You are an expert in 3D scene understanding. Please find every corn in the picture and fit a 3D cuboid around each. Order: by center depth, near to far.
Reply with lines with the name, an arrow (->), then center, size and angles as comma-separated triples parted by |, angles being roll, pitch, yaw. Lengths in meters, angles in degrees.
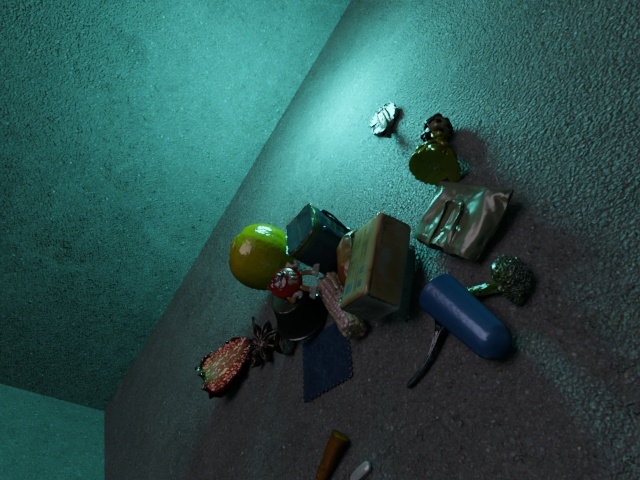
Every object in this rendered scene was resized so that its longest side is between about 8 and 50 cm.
corn -> 0.080, 0.247, 1.686 | 0.127, 0.126, 0.335 | -50, 35, 15

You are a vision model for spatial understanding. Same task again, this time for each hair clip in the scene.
hair clip -> 0.319, 0.340, 1.311 | 0.070, 0.039, 0.230 | 24, 85, 57
hair clip -> 0.307, -0.559, 2.116 | 0.173, 0.069, 0.301 | -40, 25, 27

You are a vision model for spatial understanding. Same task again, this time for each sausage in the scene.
sausage -> 0.140, 0.081, 1.697 | 0.141, 0.153, 0.268 | 113, 164, -46

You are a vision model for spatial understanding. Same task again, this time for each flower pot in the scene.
flower pot -> -0.106, 0.278, 1.816 | 0.235, 0.148, 0.235 | -17, 43, 17

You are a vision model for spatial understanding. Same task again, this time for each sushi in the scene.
sushi -> -0.146, 0.412, 1.897 | 0.078, 0.090, 0.151 | -13, 54, 57

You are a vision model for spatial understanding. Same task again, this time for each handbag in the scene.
handbag -> 0.449, -0.072, 1.424 | 0.253, 0.109, 0.315 | -63, 30, 2
handbag -> 0.000, 0.000, 1.896 | 0.222, 0.241, 0.263 | -44, 32, 26

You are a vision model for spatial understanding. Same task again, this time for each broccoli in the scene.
broccoli -> 0.483, 0.123, 1.223 | 0.204, 0.122, 0.118 | -43, 15, 52

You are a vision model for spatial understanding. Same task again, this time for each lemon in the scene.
lemon -> -0.280, 0.083, 2.161 | 0.348, 0.347, 0.348 | -37, 36, 33

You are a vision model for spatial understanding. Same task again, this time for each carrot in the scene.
carrot -> 0.021, 0.714, 1.405 | 0.061, 0.061, 0.210 | 23, 87, 60

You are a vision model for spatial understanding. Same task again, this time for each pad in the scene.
pad -> 0.019, 0.451, 1.688 | 0.269, 0.012, 0.270 | -41, 34, 29

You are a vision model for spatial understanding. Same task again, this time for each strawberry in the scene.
strawberry -> -0.434, 0.616, 2.139 | 0.306, 0.138, 0.233 | -34, 50, -7

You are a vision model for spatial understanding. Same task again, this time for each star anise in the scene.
star anise -> -0.271, 0.467, 2.039 | 0.230, 0.081, 0.263 | -47, 42, 20

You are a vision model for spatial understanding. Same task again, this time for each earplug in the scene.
earplug -> 0.403, 0.217, 1.206 | 0.132, 0.132, 0.273 | -54, 37, 9

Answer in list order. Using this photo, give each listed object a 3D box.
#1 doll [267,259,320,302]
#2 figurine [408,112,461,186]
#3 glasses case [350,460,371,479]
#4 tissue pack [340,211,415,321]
doll -> -0.114, 0.160, 1.760 | 0.217, 0.085, 0.183 | -3, 58, 15
figurine -> 0.440, -0.370, 1.666 | 0.187, 0.168, 0.316 | 7, 50, 12
glasses case -> 0.119, 0.689, 1.309 | 0.083, 0.021, 0.032 | -52, 33, 13
tissue pack -> 0.221, 0.105, 1.491 | 0.238, 0.238, 0.306 | -21, 47, 47
